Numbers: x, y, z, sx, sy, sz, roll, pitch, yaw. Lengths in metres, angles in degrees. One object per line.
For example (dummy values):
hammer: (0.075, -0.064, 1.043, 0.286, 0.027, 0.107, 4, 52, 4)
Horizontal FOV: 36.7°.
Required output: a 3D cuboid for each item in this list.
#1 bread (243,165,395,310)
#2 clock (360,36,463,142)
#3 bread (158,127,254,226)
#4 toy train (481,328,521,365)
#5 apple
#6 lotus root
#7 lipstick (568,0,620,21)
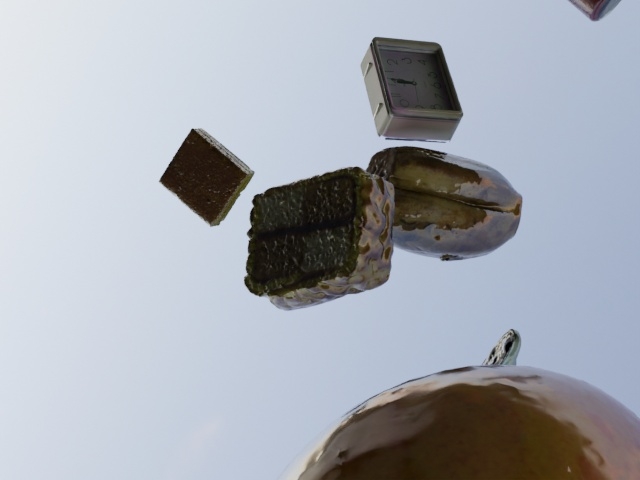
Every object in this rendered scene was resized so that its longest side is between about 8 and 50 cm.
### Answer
bread: (0.000, 0.000, 1.338, 0.222, 0.096, 0.181, -14, -112, 37)
clock: (0.161, -0.272, 1.740, 0.071, 0.147, 0.192, 115, -29, -51)
bread: (-0.142, -0.079, 1.196, 0.090, 0.094, 0.035, -54, 170, 23)
toy train: (0.211, 0.215, 1.268, 0.234, 0.051, 0.052, -61, -167, 25)
apple: (0.102, 0.230, 0.588, 0.299, 0.299, 0.275, -34, -135, 16)
lotus root: (0.212, -0.057, 1.646, 0.193, 0.291, 0.193, -170, -90, -70)
lipstick: (0.304, -0.392, 1.296, 0.080, 0.080, 0.241, -46, -107, 0)
